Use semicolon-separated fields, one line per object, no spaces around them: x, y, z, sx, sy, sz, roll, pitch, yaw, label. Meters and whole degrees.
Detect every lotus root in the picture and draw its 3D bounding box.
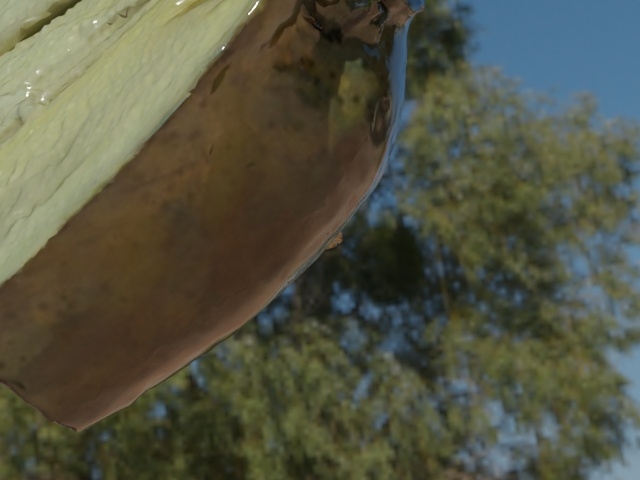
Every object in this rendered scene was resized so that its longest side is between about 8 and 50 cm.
-0.061;-0.070;0.721;0.260;0.267;0.149;-40;-55;5;lotus root

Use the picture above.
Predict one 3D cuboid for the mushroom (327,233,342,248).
0.001;0.000;1.695;0.049;0.019;0.101;-19;10;-2;mushroom
